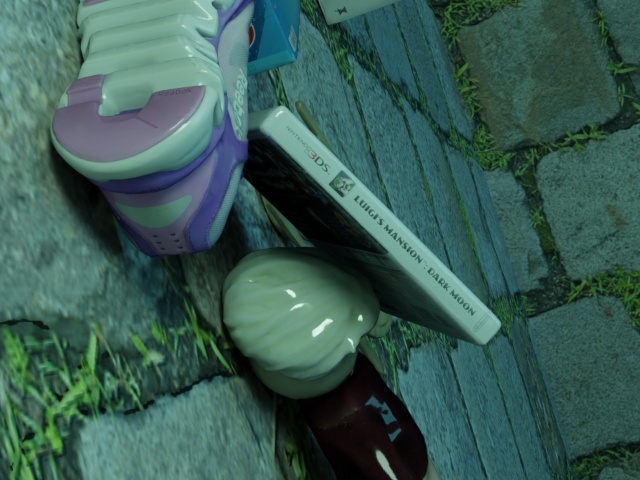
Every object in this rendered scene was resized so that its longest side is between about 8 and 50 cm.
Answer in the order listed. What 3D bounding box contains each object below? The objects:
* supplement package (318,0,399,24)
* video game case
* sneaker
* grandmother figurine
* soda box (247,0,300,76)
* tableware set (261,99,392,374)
[{"bbox_3d":[0.053,-0.399,1.390,0.145,0.204,0.262,-93,161,-48],"label":"supplement package"},{"bbox_3d":[0.012,-0.011,0.785,0.173,0.022,0.190,44,-7,-12],"label":"video game case"},{"bbox_3d":[-0.075,-0.079,0.693,0.236,0.095,0.104,-85,161,-49],"label":"sneaker"},{"bbox_3d":[0.036,0.145,0.847,0.342,0.104,0.208,62,-11,-29],"label":"grandmother figurine"},{"bbox_3d":[-0.057,-0.192,0.941,0.210,0.071,0.067,-88,157,-57],"label":"soda box"},{"bbox_3d":[0.000,0.000,1.008,0.194,0.039,0.128,57,31,-33],"label":"tableware set"}]
